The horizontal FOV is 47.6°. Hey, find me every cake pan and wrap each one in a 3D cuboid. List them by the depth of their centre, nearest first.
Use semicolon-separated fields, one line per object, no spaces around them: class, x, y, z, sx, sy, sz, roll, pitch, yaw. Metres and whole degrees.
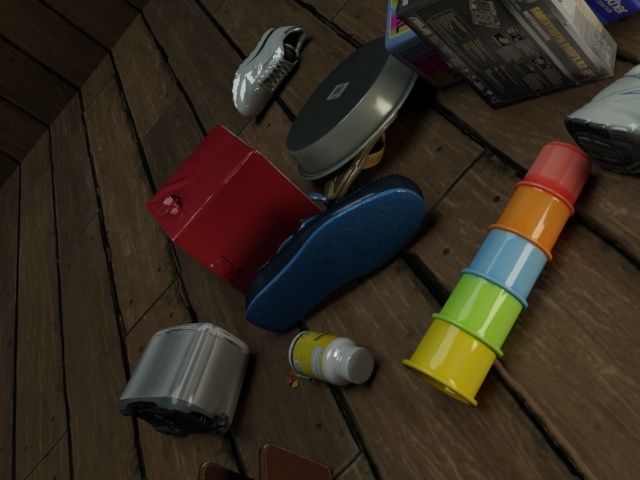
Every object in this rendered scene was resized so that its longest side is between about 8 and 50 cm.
cake pan;0.046;-0.232;1.227;0.293;0.054;0.293;-41;24;23

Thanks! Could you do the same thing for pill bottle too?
pill bottle;0.015;0.159;0.975;0.116;0.065;0.065;4;64;51

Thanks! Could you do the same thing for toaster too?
toaster;-0.205;0.218;1.133;0.227;0.129;0.146;-16;48;44

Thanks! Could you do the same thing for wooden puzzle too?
wooden puzzle;-0.021;0.176;1.054;0.049;0.006;0.083;3;64;51

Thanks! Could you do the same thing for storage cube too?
storage cube;-0.144;-0.051;1.219;0.193;0.215;0.184;-48;34;-1

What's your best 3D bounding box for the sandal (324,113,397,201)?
sandal;0.071;-0.135;1.172;0.180;0.049;0.072;-58;23;-2

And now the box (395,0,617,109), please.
box;0.238;-0.270;0.926;0.183;0.231;0.056;-10;57;47

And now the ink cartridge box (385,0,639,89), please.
ink cartridge box;0.290;-0.416;1.017;0.396;0.151;0.269;-13;65;43

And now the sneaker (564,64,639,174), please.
sneaker;0.389;-0.124;0.739;0.129;0.111;0.297;-50;35;-3

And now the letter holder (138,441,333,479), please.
letter holder;-0.083;0.376;0.775;0.152;0.214;0.301;-41;36;19

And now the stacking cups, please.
stacking cups;0.210;0.031;0.839;0.096;0.096;0.316;15;70;54

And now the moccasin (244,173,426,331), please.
moccasin;0.000;0.000;1.068;0.342;0.138;0.116;-35;35;25

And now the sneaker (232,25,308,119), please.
sneaker;-0.108;-0.366;1.556;0.095;0.090;0.235;8;69;42
